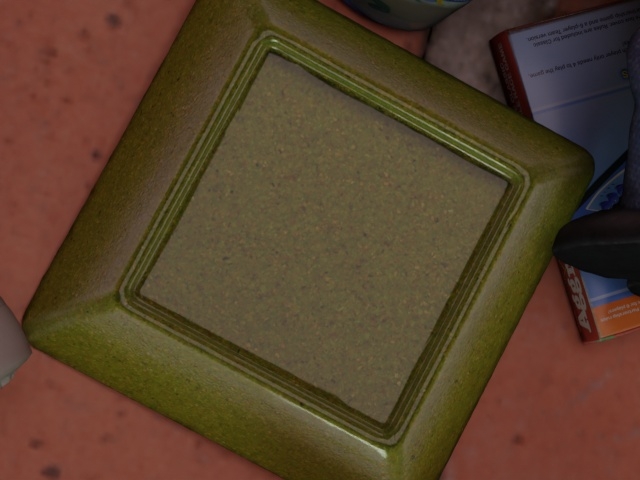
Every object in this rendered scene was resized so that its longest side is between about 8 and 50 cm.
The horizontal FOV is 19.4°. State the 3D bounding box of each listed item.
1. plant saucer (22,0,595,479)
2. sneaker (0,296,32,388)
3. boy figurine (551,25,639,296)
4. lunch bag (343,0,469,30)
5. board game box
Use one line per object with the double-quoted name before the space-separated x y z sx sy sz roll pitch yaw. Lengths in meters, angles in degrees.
"plant saucer" 0.000 0.000 0.777 0.188 0.045 0.188 28 82 -4
"sneaker" -0.292 0.051 0.667 0.366 0.135 0.150 -18 92 -16
"boy figurine" 0.171 -0.119 0.789 0.177 0.092 0.285 18 76 -36
"lunch bag" 0.020 -0.216 0.800 0.219 0.090 0.176 41 73 -8
"board game box" 0.228 -0.060 0.865 0.281 0.027 0.145 -16 86 -15
